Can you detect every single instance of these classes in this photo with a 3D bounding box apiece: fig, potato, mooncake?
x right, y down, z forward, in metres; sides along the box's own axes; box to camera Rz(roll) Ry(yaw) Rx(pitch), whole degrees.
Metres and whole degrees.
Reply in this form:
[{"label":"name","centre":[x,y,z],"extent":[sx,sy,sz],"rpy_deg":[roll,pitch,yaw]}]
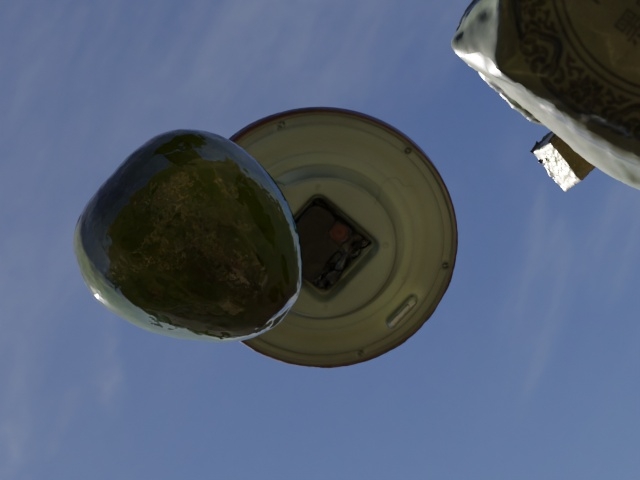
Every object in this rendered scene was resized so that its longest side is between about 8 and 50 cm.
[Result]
[{"label":"fig","centre":[-0.106,0.005,1.451],"extent":[0.181,0.191,0.181],"rpy_deg":[-50,-13,-17]},{"label":"potato","centre":[0.339,-0.133,2.173],"extent":[0.122,0.086,0.061],"rpy_deg":[-43,9,-16]},{"label":"mooncake","centre":[0.259,-0.178,1.358],"extent":[0.254,0.250,0.136],"rpy_deg":[-55,6,-25]}]

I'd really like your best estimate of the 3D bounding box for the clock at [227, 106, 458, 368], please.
[{"label":"clock","centre":[0.000,0.000,1.954],"extent":[0.080,0.318,0.318],"rpy_deg":[-88,17,-70]}]
